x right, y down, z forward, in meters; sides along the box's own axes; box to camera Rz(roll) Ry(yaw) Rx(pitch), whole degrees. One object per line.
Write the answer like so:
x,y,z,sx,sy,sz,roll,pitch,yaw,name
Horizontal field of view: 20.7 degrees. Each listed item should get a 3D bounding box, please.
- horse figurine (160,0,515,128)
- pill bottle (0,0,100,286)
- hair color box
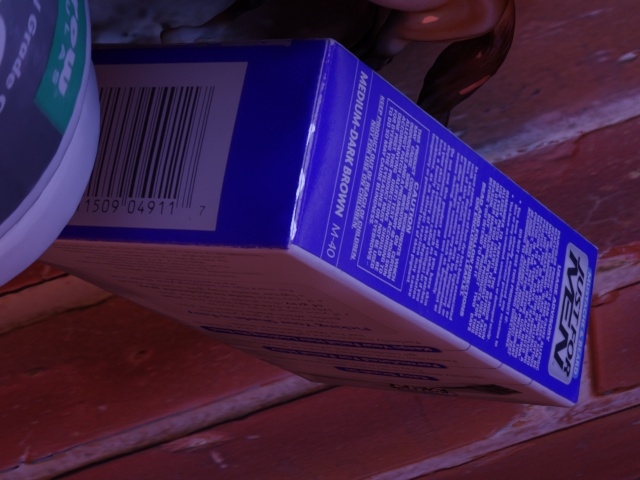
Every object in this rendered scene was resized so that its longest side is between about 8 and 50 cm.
0.020,-0.125,0.847,0.174,0.066,0.263,-25,149,27,horse figurine
-0.192,-0.088,0.592,0.204,0.204,0.361,-18,168,1,pill bottle
0.000,0.000,0.933,0.185,0.110,0.339,3,164,30,hair color box
